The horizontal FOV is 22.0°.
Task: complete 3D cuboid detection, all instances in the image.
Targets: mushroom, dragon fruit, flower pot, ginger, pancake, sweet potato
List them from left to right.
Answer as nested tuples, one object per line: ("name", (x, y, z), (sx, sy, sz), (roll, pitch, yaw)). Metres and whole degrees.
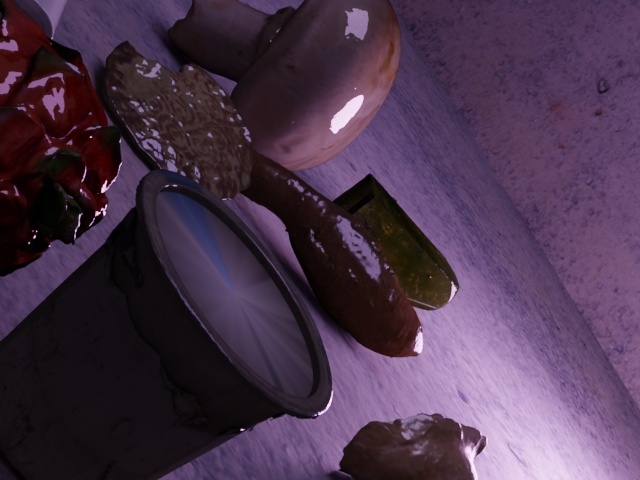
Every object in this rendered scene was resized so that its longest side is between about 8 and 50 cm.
("dragon fruit", (-0.263, -0.090, 1.230), (0.274, 0.192, 0.193), (48, -10, 19))
("flower pot", (-0.128, 0.090, 1.176), (0.212, 0.202, 0.212), (49, 13, -15))
("pancake", (-0.161, -0.137, 1.899), (0.235, 0.029, 0.212), (23, 41, -42))
("mushroom", (-0.048, -0.251, 2.185), (0.290, 0.292, 0.292), (37, 13, 7))
("sweet potato", (0.000, 0.000, 2.017), (0.385, 0.109, 0.109), (50, 14, -8))
("ginger", (0.093, 0.256, 1.699), (0.193, 0.115, 0.122), (21, 48, -44))

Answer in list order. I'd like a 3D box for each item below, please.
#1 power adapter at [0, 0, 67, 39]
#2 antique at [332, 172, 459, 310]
("power adapter", (-0.309, -0.197, 1.451), (0.125, 0.130, 0.205), (48, 14, -19))
("antique", (0.111, 0.014, 2.377), (0.221, 0.080, 0.081), (47, 16, -25))
